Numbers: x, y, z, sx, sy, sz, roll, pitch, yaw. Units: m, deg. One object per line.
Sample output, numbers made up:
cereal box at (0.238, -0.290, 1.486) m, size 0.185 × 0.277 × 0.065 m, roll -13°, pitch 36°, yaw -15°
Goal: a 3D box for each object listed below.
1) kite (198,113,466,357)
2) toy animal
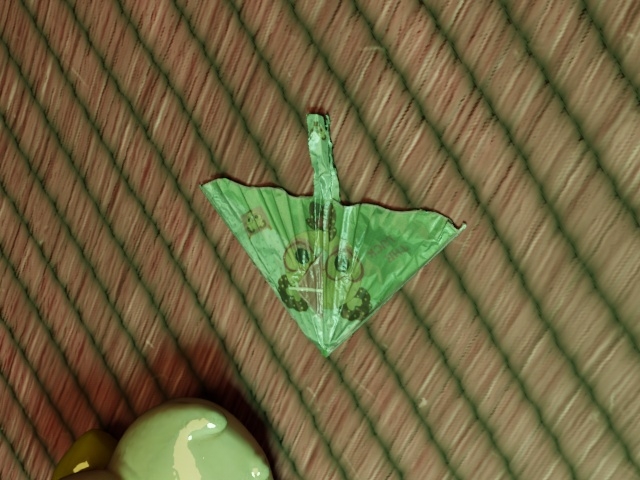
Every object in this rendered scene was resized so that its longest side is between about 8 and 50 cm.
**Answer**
kite at (0.000, 0.000, 1.188) m, size 0.323 × 0.013 × 0.267 m, roll 12°, pitch 112°, yaw 29°
toy animal at (-0.206, 0.352, 1.295) m, size 0.345 × 0.247 × 0.277 m, roll -25°, pitch 93°, yaw 36°
